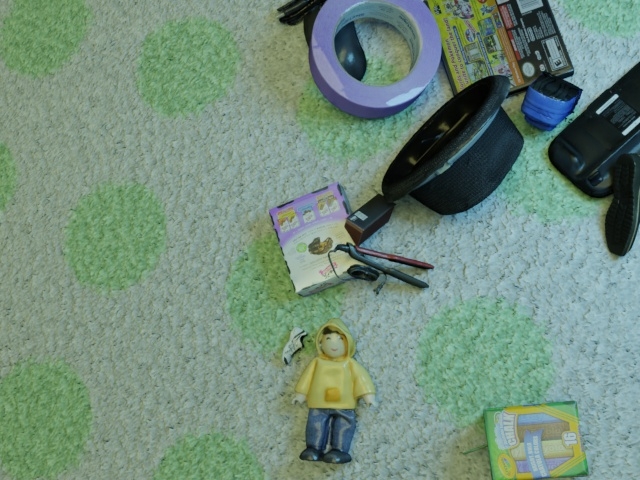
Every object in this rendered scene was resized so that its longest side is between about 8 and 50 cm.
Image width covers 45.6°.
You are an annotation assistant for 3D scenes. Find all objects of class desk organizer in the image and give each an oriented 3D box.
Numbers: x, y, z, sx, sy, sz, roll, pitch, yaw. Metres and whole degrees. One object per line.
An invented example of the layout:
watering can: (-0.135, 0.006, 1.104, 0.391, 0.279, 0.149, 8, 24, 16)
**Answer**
desk organizer: (0.099, -0.042, 1.570, 0.047, 0.050, 0.130, 34, 43, 19)

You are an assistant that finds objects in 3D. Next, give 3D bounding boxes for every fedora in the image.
fedora: (0.281, -0.166, 1.513, 0.152, 0.334, 0.334, 42, 90, -14)

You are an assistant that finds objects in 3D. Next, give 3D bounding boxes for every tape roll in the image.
tape roll: (0.114, -0.405, 1.623, 0.274, 0.090, 0.275, 1, 83, -6)

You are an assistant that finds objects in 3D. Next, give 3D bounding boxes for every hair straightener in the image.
hair straightener: (0.117, 0.064, 1.524, 0.230, 0.047, 0.089, 16, 82, -20)

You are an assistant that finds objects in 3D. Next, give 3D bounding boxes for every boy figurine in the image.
boy figurine: (0.032, 0.298, 1.527, 0.177, 0.092, 0.285, 5, 82, 18)

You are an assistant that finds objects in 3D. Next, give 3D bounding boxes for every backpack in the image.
backpack: (0.460, -0.272, 1.527, 0.098, 0.120, 0.101, 25, 122, 21)

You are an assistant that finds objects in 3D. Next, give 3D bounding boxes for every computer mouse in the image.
computer mouse: (0.014, -0.464, 1.719, 0.188, 0.072, 0.272, -23, 73, 8)

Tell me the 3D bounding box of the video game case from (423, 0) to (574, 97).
video game case: (0.378, -0.438, 1.639, 0.248, 0.035, 0.275, -17, 74, 10)

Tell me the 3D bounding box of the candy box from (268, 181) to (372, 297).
candy box: (0.000, 0.000, 1.614, 0.164, 0.070, 0.196, -21, 72, 8)

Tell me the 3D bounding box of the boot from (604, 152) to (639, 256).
boot: (0.634, -0.068, 1.470, 0.137, 0.077, 0.198, -2, 109, -21)

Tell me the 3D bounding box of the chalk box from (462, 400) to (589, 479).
chalk box: (0.368, 0.370, 1.400, 0.213, 0.132, 0.132, -7, 76, 12)

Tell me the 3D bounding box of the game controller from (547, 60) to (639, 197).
game controller: (0.615, -0.233, 1.524, 0.319, 0.067, 0.166, -42, 56, 2)

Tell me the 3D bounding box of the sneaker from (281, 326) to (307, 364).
sneaker: (-0.054, 0.224, 1.596, 0.037, 0.032, 0.083, 19, 83, 18)
